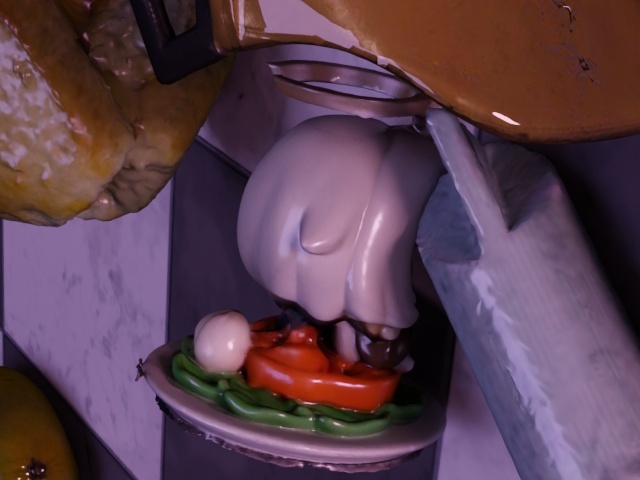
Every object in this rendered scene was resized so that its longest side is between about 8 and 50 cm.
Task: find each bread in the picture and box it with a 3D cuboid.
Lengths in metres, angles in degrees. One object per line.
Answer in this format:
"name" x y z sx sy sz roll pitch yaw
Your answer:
"bread" -0.134 -0.124 0.730 0.124 0.186 0.257 -43 66 36

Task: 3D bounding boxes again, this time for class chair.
"chair" 0.013 -0.138 0.504 0.172 0.158 0.247 -14 87 57

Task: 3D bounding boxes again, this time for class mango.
"mango" -0.227 0.148 1.055 0.191 0.085 0.122 26 125 51

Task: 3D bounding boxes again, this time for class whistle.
"whistle" 0.105 0.093 0.521 0.062 0.062 0.312 -49 59 53

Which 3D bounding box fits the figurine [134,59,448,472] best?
"figurine" 0.000 0.000 0.619 0.132 0.132 0.154 29 112 52
